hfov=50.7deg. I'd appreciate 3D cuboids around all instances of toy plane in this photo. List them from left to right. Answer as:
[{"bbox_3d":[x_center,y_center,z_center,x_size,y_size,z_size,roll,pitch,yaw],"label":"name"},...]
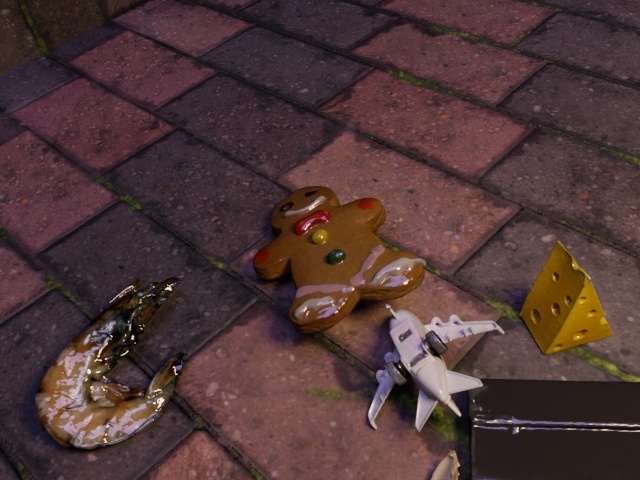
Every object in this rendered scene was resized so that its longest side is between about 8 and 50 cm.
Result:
[{"bbox_3d":[0.156,0.176,1.076,0.251,0.101,0.255,-38,31,8],"label":"toy plane"}]

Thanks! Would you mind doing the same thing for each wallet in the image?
[{"bbox_3d":[0.415,0.293,0.949,0.406,0.062,0.228,-1,45,11],"label":"wallet"}]

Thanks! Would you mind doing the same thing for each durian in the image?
[{"bbox_3d":[0.169,0.352,0.939,0.052,0.066,0.130,2,36,13],"label":"durian"}]

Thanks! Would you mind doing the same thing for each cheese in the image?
[{"bbox_3d":[0.402,0.086,1.086,0.126,0.171,0.093,-16,44,-4],"label":"cheese"}]

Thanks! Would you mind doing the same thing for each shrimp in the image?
[{"bbox_3d":[-0.333,0.209,1.197,0.233,0.071,0.365,24,53,20],"label":"shrimp"}]

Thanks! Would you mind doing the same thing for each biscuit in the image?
[{"bbox_3d":[0.000,-0.001,1.282,0.283,0.064,0.432,-25,35,-1],"label":"biscuit"}]
